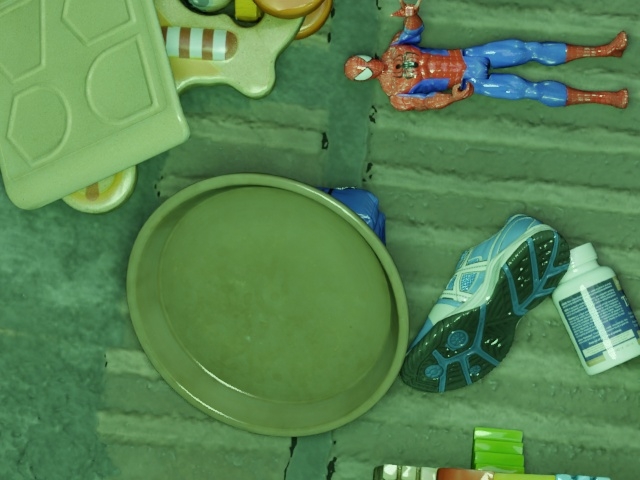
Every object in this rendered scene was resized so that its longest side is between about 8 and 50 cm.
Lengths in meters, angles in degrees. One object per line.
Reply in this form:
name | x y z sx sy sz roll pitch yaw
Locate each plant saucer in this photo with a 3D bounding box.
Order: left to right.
plant saucer | -0.048 0.058 1.852 0.277 0.041 0.278 6 117 13

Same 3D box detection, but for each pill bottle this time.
pill bottle | 0.267 0.066 1.915 0.067 0.067 0.120 -23 84 -5

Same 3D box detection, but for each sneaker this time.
sneaker | 0.156 0.063 1.914 0.211 0.081 0.080 -46 121 8

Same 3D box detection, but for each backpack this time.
backpack | 0.000 0.000 1.893 0.120 0.098 0.101 1 109 8

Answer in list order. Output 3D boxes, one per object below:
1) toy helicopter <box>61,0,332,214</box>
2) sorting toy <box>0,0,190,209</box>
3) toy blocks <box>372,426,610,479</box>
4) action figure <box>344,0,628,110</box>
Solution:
toy helicopter | -0.158 -0.190 1.902 0.235 0.140 0.355 33 87 3
sorting toy | -0.272 -0.151 1.878 0.307 0.041 0.229 -22 80 28
toy blocks | 0.195 0.265 1.789 0.381 0.261 0.191 5 82 -2
action figure | 0.163 -0.175 1.912 0.280 0.139 0.091 -1 81 0
